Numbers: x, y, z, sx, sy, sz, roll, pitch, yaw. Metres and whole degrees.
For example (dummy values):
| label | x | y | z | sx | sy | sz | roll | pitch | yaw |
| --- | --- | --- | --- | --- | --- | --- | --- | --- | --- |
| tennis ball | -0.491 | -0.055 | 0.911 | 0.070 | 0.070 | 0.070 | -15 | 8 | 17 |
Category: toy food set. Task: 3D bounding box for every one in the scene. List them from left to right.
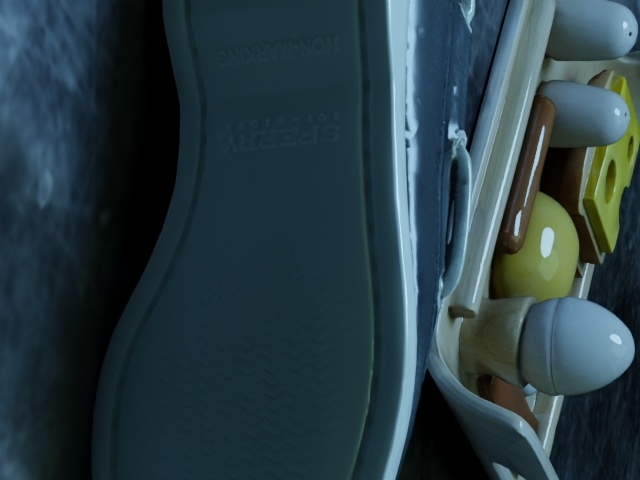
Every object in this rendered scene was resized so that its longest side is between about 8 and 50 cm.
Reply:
| label | x | y | z | sx | sy | sz | roll | pitch | yaw |
| --- | --- | --- | --- | --- | --- | --- | --- | --- | --- |
| toy food set | 0.148 | 0.001 | 1.008 | 0.220 | 0.092 | 0.306 | 58 | 44 | -57 |

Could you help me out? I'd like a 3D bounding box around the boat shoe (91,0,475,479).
| label | x | y | z | sx | sy | sz | roll | pitch | yaw |
| --- | --- | --- | --- | --- | --- | --- | --- | --- | --- |
| boat shoe | 0.000 | 0.000 | 0.615 | 0.091 | 0.114 | 0.302 | 15 | 84 | -62 |
